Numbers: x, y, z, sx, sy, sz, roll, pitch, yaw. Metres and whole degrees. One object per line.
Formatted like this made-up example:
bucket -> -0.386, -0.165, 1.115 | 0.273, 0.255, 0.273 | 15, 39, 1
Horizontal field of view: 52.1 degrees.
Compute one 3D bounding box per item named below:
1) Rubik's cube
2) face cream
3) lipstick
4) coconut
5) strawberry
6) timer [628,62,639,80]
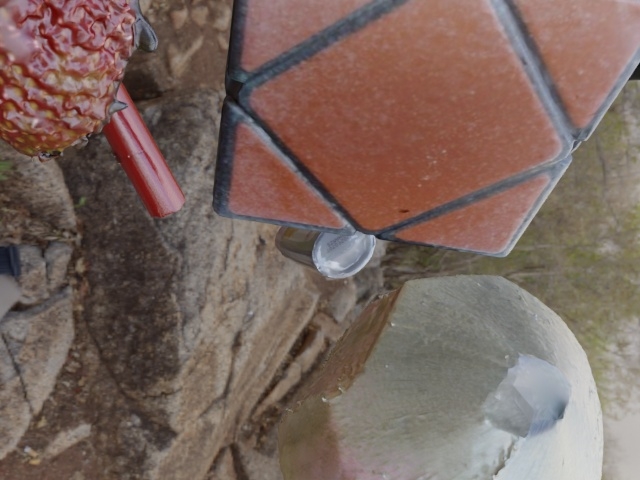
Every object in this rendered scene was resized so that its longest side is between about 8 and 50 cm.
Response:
Rubik's cube -> 0.051, -0.138, 0.414 | 0.205, 0.207, 0.205 | 105, -9, -49
face cream -> 0.000, 0.000, 0.954 | 0.073, 0.107, 0.269 | 63, -8, -10
lipstick -> -0.310, -0.160, 1.081 | 0.073, 0.073, 0.280 | -67, 147, -42
coconut -> 0.122, 0.183, 0.657 | 0.297, 0.309, 0.298 | 12, 58, -19
strawberry -> -0.264, -0.211, 0.584 | 0.138, 0.233, 0.307 | -92, 175, -69
timer -> 0.441, -0.267, 0.872 | 0.055, 0.187, 0.144 | 63, 42, -52
